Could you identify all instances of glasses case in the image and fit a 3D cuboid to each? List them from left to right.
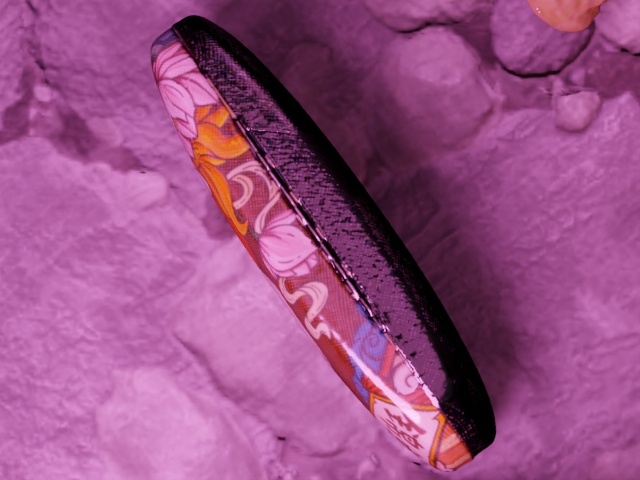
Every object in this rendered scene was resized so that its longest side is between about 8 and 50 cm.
[{"bbox_3d":[0.000,0.000,0.909,0.082,0.122,0.321,-35,79,-2],"label":"glasses case"}]

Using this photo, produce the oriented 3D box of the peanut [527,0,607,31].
[{"bbox_3d":[0.195,-0.219,0.942,0.194,0.093,0.083,-50,40,-6],"label":"peanut"}]
